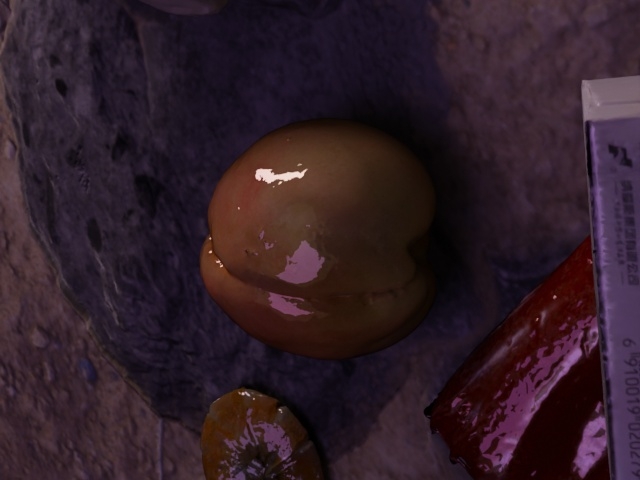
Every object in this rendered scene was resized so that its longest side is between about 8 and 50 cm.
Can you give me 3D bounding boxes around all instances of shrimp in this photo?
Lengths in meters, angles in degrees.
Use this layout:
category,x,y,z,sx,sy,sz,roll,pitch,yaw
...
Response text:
category,x,y,z,sx,sy,sz,roll,pitch,yaw
shrimp,-0.042,0.231,1.394,0.115,0.051,0.217,-5,103,37

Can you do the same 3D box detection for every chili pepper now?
category,x,y,z,sx,sy,sz,roll,pitch,yaw
chili pepper,0.197,0.079,1.109,0.253,0.136,0.144,-56,46,31

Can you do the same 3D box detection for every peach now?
category,x,y,z,sx,sy,sz,roll,pitch,yaw
peach,0.000,0.000,1.182,0.184,0.184,0.184,16,118,32

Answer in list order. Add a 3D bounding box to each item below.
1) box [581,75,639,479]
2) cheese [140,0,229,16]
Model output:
category,x,y,z,sx,sy,sz,roll,pitch,yaw
box,0.264,0.028,0.979,0.194,0.111,0.260,-4,106,9
cheese,-0.135,-0.276,1.179,0.198,0.154,0.189,35,121,22
